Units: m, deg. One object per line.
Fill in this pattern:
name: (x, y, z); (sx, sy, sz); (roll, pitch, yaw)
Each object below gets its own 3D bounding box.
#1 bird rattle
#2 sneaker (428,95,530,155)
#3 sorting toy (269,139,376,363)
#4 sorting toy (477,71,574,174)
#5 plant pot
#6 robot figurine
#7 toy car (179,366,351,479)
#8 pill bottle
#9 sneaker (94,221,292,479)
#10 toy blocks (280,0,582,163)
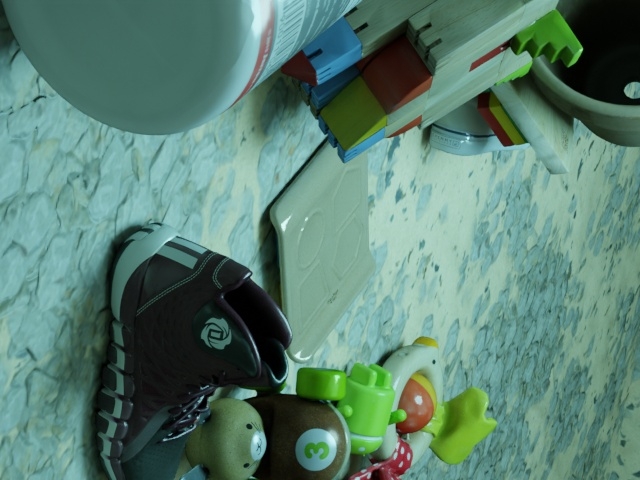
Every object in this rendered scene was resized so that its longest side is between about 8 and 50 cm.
bird rattle: (0.102, 0.240, 2.181); (0.253, 0.143, 0.207); (-31, 123, -41)
sneaker: (0.224, -0.168, 2.139); (0.258, 0.094, 0.091); (-22, 130, -62)
sorting toy: (0.000, 0.000, 1.819); (0.193, 0.038, 0.208); (-52, 146, -42)
sorting toy: (0.220, -0.245, 1.988); (0.255, 0.089, 0.257); (46, 45, -50)
plant pot: (0.363, -0.215, 1.930); (0.229, 0.263, 0.263); (66, 46, -67)
robot figurine: (0.052, 0.209, 2.045); (0.101, 0.067, 0.115); (8, 100, -40)
toy car: (-0.074, 0.202, 1.667); (0.188, 0.149, 0.155); (5, 90, -56)
pill bottle: (-0.059, -0.242, 1.260); (0.363, 0.210, 0.210); (-46, 146, -49)
sneaker: (-0.107, 0.132, 1.483); (0.106, 0.162, 0.281); (-42, 143, -52)
toy blocks: (0.088, -0.183, 1.623); (0.261, 0.191, 0.381); (-32, 172, -4)
